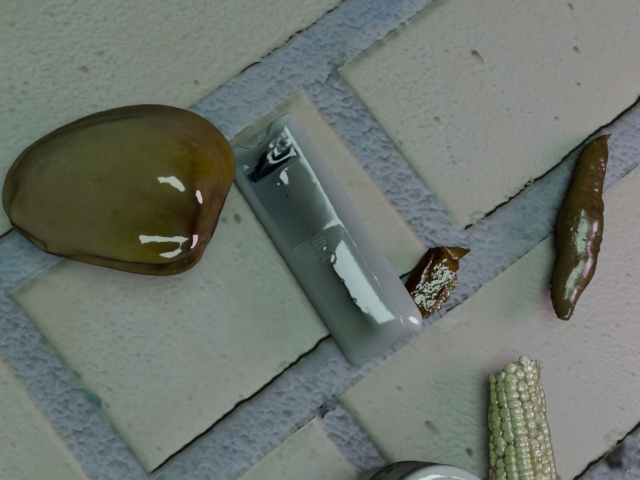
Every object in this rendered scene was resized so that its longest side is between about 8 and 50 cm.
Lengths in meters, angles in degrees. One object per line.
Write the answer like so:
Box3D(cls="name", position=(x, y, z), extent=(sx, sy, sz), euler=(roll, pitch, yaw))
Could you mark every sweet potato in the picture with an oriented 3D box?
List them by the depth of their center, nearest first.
Box3D(cls="sweet potato", position=(0.339, -0.024, 1.528), extent=(0.067, 0.067, 0.274), euler=(18, 74, -8))

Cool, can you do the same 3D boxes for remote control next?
Box3D(cls="remote control", position=(0.000, 0.000, 1.442), extent=(0.109, 0.055, 0.313), euler=(-33, 88, 9))

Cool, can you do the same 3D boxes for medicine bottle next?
Box3D(cls="medicine bottle", position=(0.108, 0.317, 1.339), extent=(0.139, 0.237, 0.139), euler=(1, 83, -11))

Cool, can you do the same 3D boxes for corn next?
Box3D(cls="corn", position=(0.244, 0.251, 1.462), extent=(0.087, 0.087, 0.211), euler=(-2, 77, -12))

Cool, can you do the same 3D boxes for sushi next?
Box3D(cls="sushi", position=(0.140, 0.055, 1.479), extent=(0.055, 0.052, 0.120), euler=(32, 77, -6))

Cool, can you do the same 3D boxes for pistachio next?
Box3D(cls="pistachio", position=(-0.234, -0.069, 1.375), extent=(0.260, 0.163, 0.213), euler=(11, 59, 3))
